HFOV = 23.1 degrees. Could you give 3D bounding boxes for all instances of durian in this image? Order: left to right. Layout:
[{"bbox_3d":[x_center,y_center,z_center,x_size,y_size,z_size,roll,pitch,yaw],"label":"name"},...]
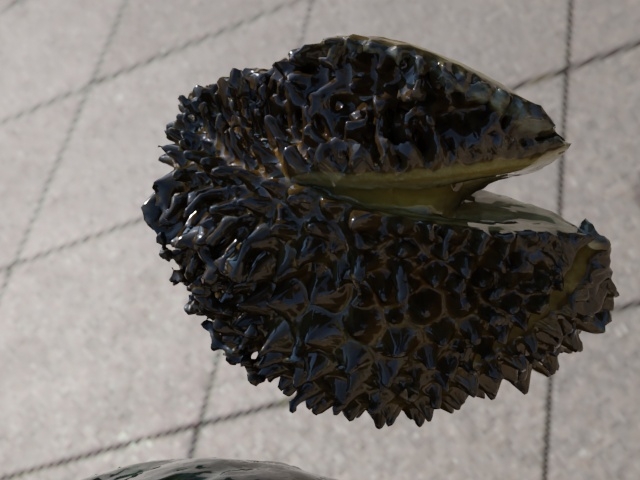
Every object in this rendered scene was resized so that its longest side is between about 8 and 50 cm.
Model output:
[{"bbox_3d":[-0.002,-0.001,0.377,0.071,0.110,0.140,-38,43,-25],"label":"durian"}]

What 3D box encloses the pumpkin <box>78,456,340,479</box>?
[{"bbox_3d":[-0.017,0.217,0.557,0.315,0.315,0.238,2,27,46],"label":"pumpkin"}]
